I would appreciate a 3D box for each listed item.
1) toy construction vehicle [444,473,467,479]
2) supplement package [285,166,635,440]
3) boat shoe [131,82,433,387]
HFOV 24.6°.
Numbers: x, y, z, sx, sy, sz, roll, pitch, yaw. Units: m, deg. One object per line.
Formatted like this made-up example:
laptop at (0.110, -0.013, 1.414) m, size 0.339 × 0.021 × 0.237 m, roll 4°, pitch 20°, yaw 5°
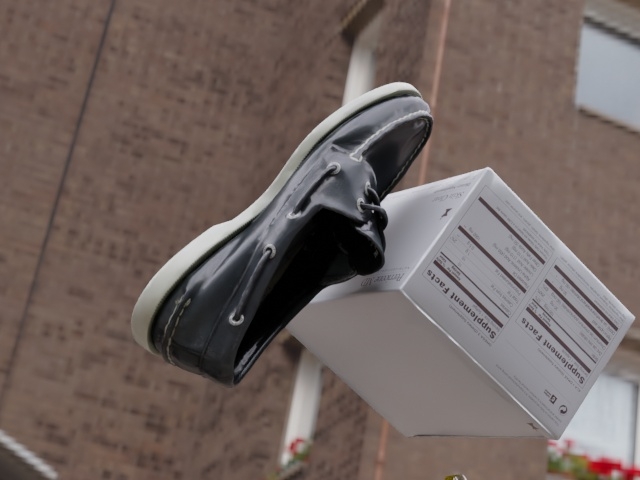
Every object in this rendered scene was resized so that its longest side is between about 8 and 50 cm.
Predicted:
toy construction vehicle at (0.092, 0.248, 1.285) m, size 0.098 × 0.086 × 0.035 m, roll -16°, pitch -52°, yaw -10°
supplement package at (0.113, 0.068, 1.360) m, size 0.204 × 0.145 × 0.262 m, roll 43°, pitch -24°, yaw -16°
boat shoe at (-0.001, -0.002, 1.241) m, size 0.113 × 0.340 × 0.127 m, roll 35°, pitch -31°, yaw 28°
